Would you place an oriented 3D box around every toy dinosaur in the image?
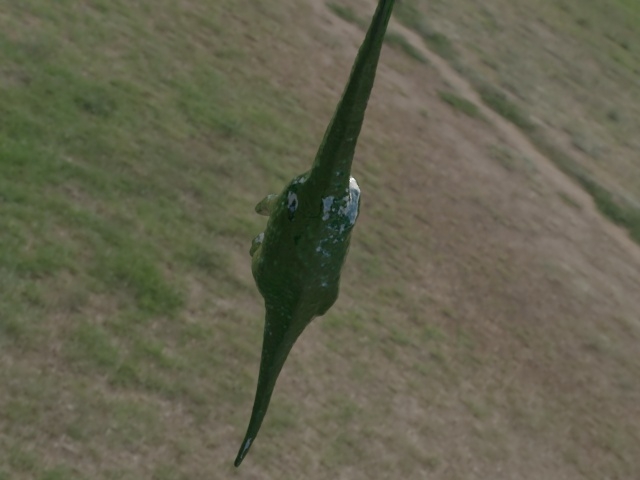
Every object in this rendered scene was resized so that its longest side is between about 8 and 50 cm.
[{"bbox_3d":[0.000,0.000,0.939,0.087,0.447,0.301,10,0,-13],"label":"toy dinosaur"}]
